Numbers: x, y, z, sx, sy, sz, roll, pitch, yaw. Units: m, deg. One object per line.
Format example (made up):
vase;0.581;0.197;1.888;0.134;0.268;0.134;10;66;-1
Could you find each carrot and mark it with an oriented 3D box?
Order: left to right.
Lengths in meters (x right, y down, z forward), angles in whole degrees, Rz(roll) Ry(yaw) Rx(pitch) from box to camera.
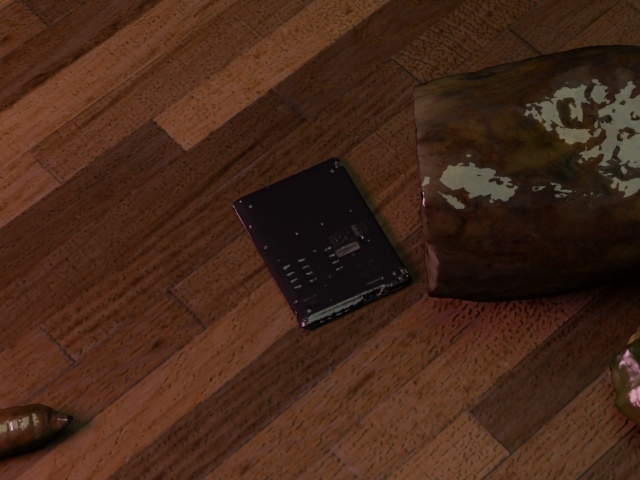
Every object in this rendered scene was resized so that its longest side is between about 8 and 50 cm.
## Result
carrot;-0.410;0.212;1.610;0.342;0.070;0.070;-10;58;-9

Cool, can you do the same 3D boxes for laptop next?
laptop;0.000;0.000;1.742;0.129;0.016;0.180;-24;58;-12

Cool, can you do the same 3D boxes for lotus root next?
lotus root;0.258;-0.067;1.636;0.346;0.250;0.250;-12;58;2

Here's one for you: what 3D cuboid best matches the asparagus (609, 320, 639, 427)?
asparagus;0.368;0.208;1.553;0.085;0.082;0.343;1;50;-40
